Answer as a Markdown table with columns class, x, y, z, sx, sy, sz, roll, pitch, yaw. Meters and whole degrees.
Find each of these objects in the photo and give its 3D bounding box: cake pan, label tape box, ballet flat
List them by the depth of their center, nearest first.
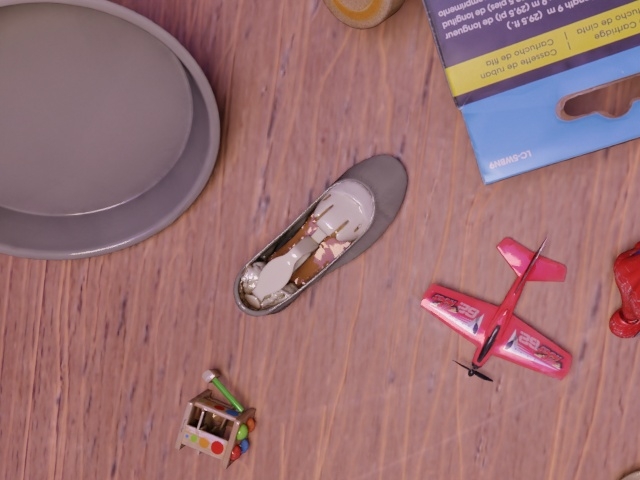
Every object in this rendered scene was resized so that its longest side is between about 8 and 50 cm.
| class | x | y | z | sx | sy | sz | roll | pitch | yaw |
| --- | --- | --- | --- | --- | --- | --- | --- | --- | --- |
| label tape box | 0.205 | -0.238 | 0.623 | 0.241 | 0.106 | 0.333 | -17 | 89 | 13 |
| cake pan | -0.243 | -0.103 | 0.675 | 0.293 | 0.293 | 0.054 | -35 | 45 | 13 |
| ballet flat | 0.000 | 0.000 | 0.702 | 0.213 | 0.068 | 0.072 | -43 | 82 | 11 |

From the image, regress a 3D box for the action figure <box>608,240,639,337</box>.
| class | x | y | z | sx | sy | sz | roll | pitch | yaw |
| --- | --- | --- | --- | --- | --- | --- | --- | --- | --- |
| action figure | 0.347 | -0.008 | 0.586 | 0.139 | 0.091 | 0.280 | 9 | 133 | -20 |

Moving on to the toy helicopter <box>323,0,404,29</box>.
| class | x | y | z | sx | sy | sz | roll | pitch | yaw |
| --- | --- | --- | --- | --- | --- | --- | --- | --- | --- |
| toy helicopter | -0.068 | -0.310 | 0.658 | 0.355 | 0.140 | 0.235 | 44 | 142 | 9 |

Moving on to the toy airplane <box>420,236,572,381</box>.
| class | x | y | z | sx | sy | sz | roll | pitch | yaw |
| --- | --- | --- | --- | --- | --- | --- | --- | --- | --- |
| toy airplane | 0.174 | 0.062 | 0.682 | 0.151 | 0.028 | 0.151 | 1 | 93 | 12 |

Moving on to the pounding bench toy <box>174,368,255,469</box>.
| class | x | y | z | sx | sy | sz | roll | pitch | yaw |
| --- | --- | --- | --- | --- | --- | --- | --- | --- | --- |
| pounding bench toy | -0.099 | 0.180 | 0.741 | 0.065 | 0.052 | 0.083 | 18 | 96 | 12 |

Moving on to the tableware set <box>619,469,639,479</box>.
| class | x | y | z | sx | sy | sz | roll | pitch | yaw |
| --- | --- | --- | --- | --- | --- | --- | --- | --- | --- |
| tableware set | 0.338 | 0.290 | 0.647 | 0.128 | 0.039 | 0.194 | -37 | 77 | 24 |
